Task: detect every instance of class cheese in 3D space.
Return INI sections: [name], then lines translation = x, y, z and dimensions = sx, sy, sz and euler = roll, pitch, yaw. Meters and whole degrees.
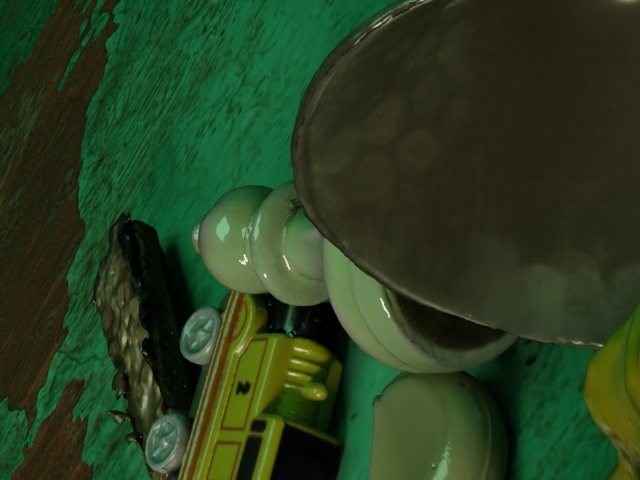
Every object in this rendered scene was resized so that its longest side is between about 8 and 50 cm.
[cheese]
translation = 0.064, 0.145, 0.836
dimensions = 0.092, 0.047, 0.171
euler = -40, 37, 41

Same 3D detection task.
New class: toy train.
[toy train]
translation = -0.039, 0.111, 1.011
dimensions = 0.127, 0.089, 0.219
euler = -6, 63, 48

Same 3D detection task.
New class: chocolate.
[chocolate]
translation = -0.134, 0.090, 1.227
dimensions = 0.329, 0.065, 0.102
euler = -117, 42, -58

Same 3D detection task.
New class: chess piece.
[chess piece]
translation = 0.000, 0.000, 0.918
dimensions = 0.271, 0.139, 0.139
euler = 4, 72, 53

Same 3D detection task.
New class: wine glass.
[wine glass]
translation = 0.148, -0.181, 0.736
dimensions = 0.267, 0.267, 0.406
euler = -33, 38, 47

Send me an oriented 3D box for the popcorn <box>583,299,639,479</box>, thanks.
[popcorn]
translation = 0.199, 0.055, 0.477
dimensions = 0.286, 0.215, 0.252
euler = 90, 161, -72
